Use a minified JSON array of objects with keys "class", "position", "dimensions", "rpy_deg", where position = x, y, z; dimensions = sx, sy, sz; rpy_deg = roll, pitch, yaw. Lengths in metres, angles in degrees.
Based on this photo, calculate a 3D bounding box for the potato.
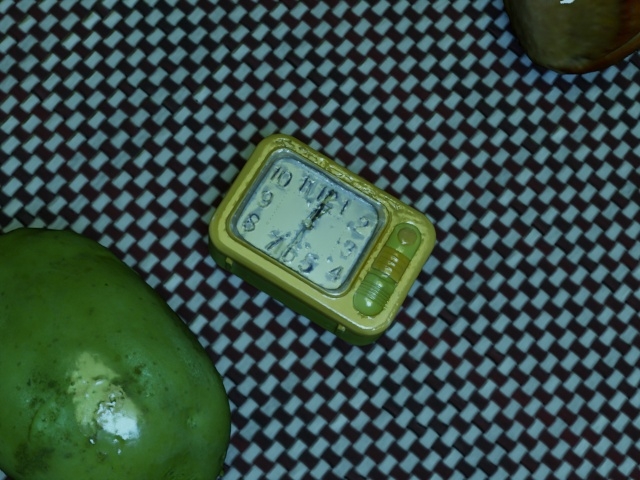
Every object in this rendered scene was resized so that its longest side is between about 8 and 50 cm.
[{"class":"potato","position":[-0.216,0.125,1.271],"dimensions":[0.216,0.216,0.304],"rpy_deg":[-33,84,-13]}]

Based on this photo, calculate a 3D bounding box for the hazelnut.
[{"class":"hazelnut","position":[0.273,-0.254,1.447],"dimensions":[0.182,0.182,0.182],"rpy_deg":[1,75,-6]}]

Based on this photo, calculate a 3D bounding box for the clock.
[{"class":"clock","position":[0.000,0.000,1.382],"dimensions":[0.202,0.096,0.143],"rpy_deg":[30,78,3]}]
